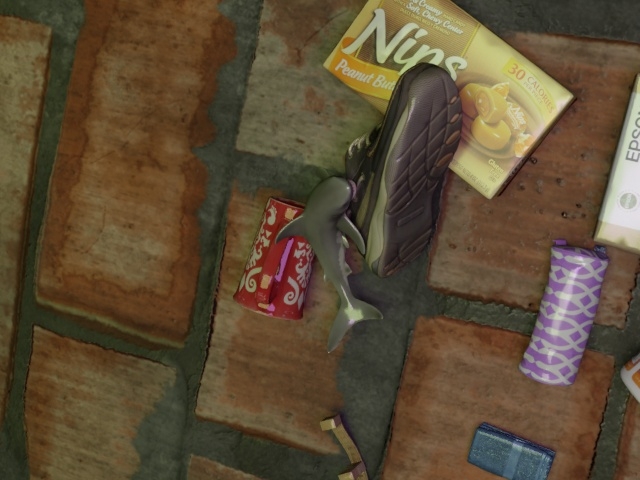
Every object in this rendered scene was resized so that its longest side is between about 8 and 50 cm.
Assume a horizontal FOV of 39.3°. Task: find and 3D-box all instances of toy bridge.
[{"bbox_3d":[0.051,0.362,1.399,0.026,0.063,0.188,-22,87,20],"label":"toy bridge"}]

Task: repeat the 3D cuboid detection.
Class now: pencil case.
[{"bbox_3d":[0.339,0.101,1.262,0.088,0.086,0.206,24,103,51],"label":"pencil case"}]

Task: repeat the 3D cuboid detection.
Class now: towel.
[{"bbox_3d":[0.282,0.322,1.332,0.119,0.029,0.067,20,101,16],"label":"towel"}]

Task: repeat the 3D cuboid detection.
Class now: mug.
[{"bbox_3d":[-0.052,0.029,1.367,0.113,0.150,0.169,14,97,-22],"label":"mug"}]

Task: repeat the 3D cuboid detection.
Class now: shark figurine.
[{"bbox_3d":[-0.004,0.011,1.300,0.116,0.166,0.278,-20,127,-16],"label":"shark figurine"}]

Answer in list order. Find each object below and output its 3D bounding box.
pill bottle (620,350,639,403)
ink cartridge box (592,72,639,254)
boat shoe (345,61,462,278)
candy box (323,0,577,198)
[{"bbox_3d":[0.516,0.148,1.182,0.121,0.121,0.216,46,108,10],"label":"pill bottle"},{"bbox_3d":[0.485,-0.088,1.187,0.193,0.088,0.235,15,101,17],"label":"ink cartridge box"},{"bbox_3d":[0.091,-0.099,1.239,0.130,0.132,0.355,42,142,28],"label":"boat shoe"},{"bbox_3d":[0.182,-0.228,1.280,0.316,0.087,0.183,41,107,12],"label":"candy box"}]
